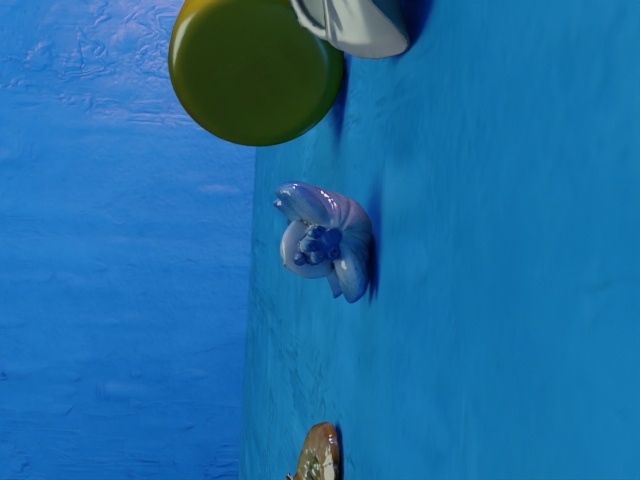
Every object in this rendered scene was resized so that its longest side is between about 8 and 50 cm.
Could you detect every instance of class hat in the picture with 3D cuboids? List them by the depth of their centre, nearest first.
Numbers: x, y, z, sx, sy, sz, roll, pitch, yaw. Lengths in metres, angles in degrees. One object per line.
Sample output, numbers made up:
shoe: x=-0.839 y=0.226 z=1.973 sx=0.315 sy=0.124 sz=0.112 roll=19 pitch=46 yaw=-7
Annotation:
hat: x=0.034 y=-0.251 z=0.684 sx=0.226 sy=0.164 sz=0.219 roll=54 pitch=174 yaw=-3

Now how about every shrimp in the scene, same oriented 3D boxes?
shrimp: x=0.000 y=0.248 z=0.923 sx=0.095 sy=0.045 sz=0.162 roll=21 pitch=104 yaw=61

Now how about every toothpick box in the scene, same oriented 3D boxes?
toothpick box: x=-0.066 y=-0.230 z=1.086 sx=0.271 sy=0.175 sz=0.175 roll=-93 pitch=9 yaw=-60

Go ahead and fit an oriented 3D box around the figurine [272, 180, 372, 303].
figurine: x=0.000 y=0.000 z=0.804 sx=0.114 sy=0.079 sz=0.114 roll=45 pitch=167 yaw=13
